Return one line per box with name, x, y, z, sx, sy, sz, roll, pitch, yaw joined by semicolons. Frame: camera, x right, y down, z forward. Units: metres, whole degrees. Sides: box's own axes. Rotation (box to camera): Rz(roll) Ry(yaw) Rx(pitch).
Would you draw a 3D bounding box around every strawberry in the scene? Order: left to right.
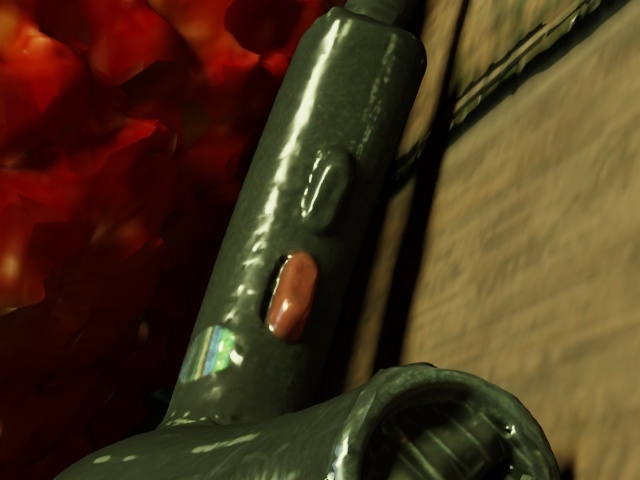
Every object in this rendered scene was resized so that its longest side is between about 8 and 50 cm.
strawberry;-0.125;-0.034;0.605;0.292;0.343;0.292;32;134;40

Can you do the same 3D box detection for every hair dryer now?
hair dryer;0.000;0.000;0.451;0.235;0.091;0.272;-41;30;59

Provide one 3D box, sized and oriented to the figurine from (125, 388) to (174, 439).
figurine;-0.134;0.103;0.789;0.342;0.167;0.285;-27;30;13
